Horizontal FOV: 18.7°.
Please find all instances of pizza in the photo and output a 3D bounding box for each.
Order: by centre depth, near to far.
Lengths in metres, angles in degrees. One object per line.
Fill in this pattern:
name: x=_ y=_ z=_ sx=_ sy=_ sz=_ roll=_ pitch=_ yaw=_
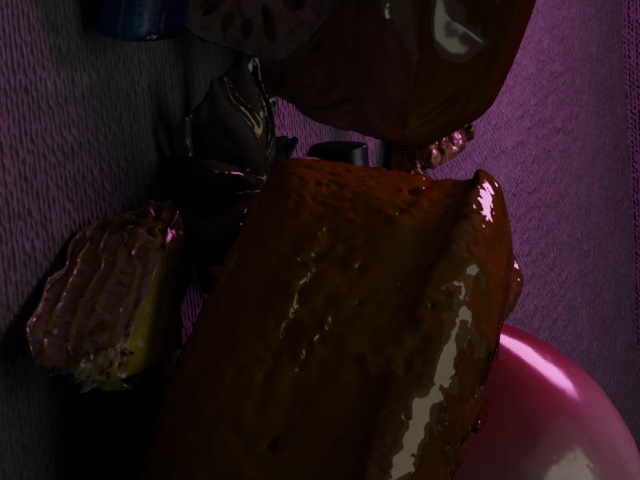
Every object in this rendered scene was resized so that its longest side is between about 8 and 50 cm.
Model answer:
pizza: x=0.113 y=-0.122 z=1.928 sx=0.194 sy=0.069 sz=0.154 roll=-75 pitch=157 yaw=-45

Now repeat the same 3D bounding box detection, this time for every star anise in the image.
star anise: x=-0.064 y=-0.035 z=1.390 sx=0.182 sy=0.065 sz=0.195 roll=46 pitch=47 yaw=-71

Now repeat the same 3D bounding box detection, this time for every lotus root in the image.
lotus root: x=-0.037 y=-0.192 z=1.365 sx=0.081 sy=0.122 sz=0.112 roll=-41 pitch=151 yaw=-65

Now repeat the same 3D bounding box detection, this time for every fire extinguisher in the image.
fire extinguisher: x=0.022 y=0.003 z=1.680 sx=0.062 sy=0.050 sz=0.177 roll=-157 pitch=-118 yaw=-67

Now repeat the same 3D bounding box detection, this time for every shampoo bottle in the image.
shampoo bottle: x=-0.100 y=-0.219 z=1.224 sx=0.087 sy=0.050 sz=0.183 roll=-26 pitch=131 yaw=-63

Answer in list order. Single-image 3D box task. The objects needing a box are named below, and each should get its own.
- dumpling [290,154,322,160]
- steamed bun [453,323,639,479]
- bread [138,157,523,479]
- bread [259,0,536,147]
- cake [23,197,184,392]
dumpling: x=0.000 y=0.000 z=1.531 sx=0.127 sy=0.108 sz=0.188 roll=48 pitch=43 yaw=-34
steamed bun: x=0.111 y=0.184 z=1.544 sx=0.309 sy=0.309 sz=0.309 roll=-1 pitch=90 yaw=-72
bread: x=0.004 y=0.121 z=1.267 sx=0.337 sy=0.204 sz=0.358 roll=83 pitch=24 yaw=-66
bread: x=0.060 y=-0.228 z=1.505 sx=0.250 sy=0.225 sz=0.279 roll=-46 pitch=141 yaw=-53
cake: x=-0.130 y=0.059 z=1.189 sx=0.185 sy=0.080 sz=0.116 roll=-84 pitch=177 yaw=-52
